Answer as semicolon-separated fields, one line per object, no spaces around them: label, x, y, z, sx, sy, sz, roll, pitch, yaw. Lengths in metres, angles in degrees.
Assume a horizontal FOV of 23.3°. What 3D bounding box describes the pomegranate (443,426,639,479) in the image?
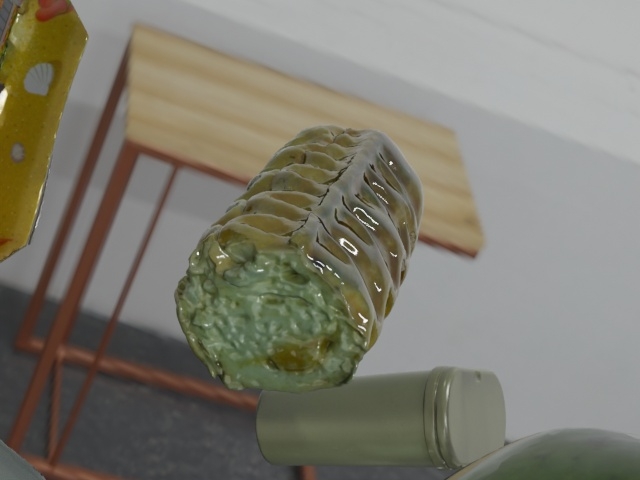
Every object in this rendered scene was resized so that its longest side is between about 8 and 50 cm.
pomegranate;0.139;0.253;0.928;0.310;0.216;0.358;-1;33;48

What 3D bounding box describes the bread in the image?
bread;-0.001;0.000;0.850;0.098;0.087;0.269;4;19;10

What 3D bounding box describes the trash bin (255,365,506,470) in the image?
trash bin;0.076;0.220;1.886;0.247;0.121;0.243;-5;-8;21

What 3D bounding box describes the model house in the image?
model house;-0.235;-0.062;0.711;0.207;0.219;0.136;18;-6;4

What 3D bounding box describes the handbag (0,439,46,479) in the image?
handbag;-0.156;0.147;0.640;0.247;0.079;0.260;38;3;5
